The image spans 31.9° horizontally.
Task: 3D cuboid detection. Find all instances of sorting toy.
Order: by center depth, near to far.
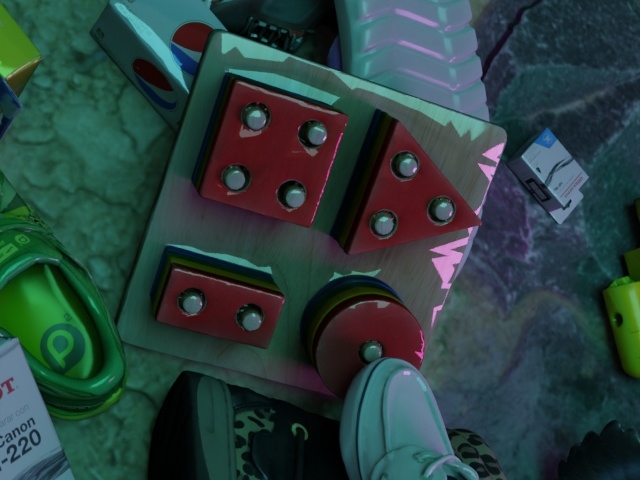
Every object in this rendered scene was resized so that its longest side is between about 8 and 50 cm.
[{"bbox_3d":[0.000,0.000,0.877,0.255,0.089,0.257,17,101,-16],"label":"sorting toy"}]

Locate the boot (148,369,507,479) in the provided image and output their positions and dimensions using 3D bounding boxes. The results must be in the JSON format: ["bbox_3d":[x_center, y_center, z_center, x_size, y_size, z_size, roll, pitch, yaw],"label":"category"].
[{"bbox_3d":[0.024,0.278,0.828,0.284,0.138,0.377,10,45,-26],"label":"boot"}]

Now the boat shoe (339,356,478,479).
[{"bbox_3d":[0.079,0.189,0.777,0.095,0.084,0.258,12,52,-30],"label":"boat shoe"}]

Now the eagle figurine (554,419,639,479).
[{"bbox_3d":[0.334,0.328,0.974,0.226,0.225,0.298,36,44,-41],"label":"eagle figurine"}]

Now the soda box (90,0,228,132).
[{"bbox_3d":[-0.092,-0.123,0.941,0.216,0.074,0.069,49,65,-8],"label":"soda box"}]

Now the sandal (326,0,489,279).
[{"bbox_3d":[0.062,-0.144,1.002,0.169,0.102,0.416,-6,96,-35],"label":"sandal"}]

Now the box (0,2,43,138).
[{"bbox_3d":[-0.277,-0.166,0.847,0.042,0.109,0.178,-40,96,-28],"label":"box"}]

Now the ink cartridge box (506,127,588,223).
[{"bbox_3d":[0.229,-0.063,1.099,0.083,0.028,0.048,48,65,-9],"label":"ink cartridge box"}]

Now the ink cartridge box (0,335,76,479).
[{"bbox_3d":[-0.243,0.191,0.740,0.158,0.092,0.218,-35,110,-47],"label":"ink cartridge box"}]

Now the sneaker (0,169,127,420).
[{"bbox_3d":[-0.238,0.004,0.819,0.295,0.123,0.109,48,65,-7],"label":"sneaker"}]

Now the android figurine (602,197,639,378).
[{"bbox_3d":[0.401,0.079,1.132,0.248,0.056,0.273,-11,83,-26],"label":"android figurine"}]

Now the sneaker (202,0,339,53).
[{"bbox_3d":[-0.039,-0.197,0.992,0.158,0.061,0.065,-16,92,-26],"label":"sneaker"}]
